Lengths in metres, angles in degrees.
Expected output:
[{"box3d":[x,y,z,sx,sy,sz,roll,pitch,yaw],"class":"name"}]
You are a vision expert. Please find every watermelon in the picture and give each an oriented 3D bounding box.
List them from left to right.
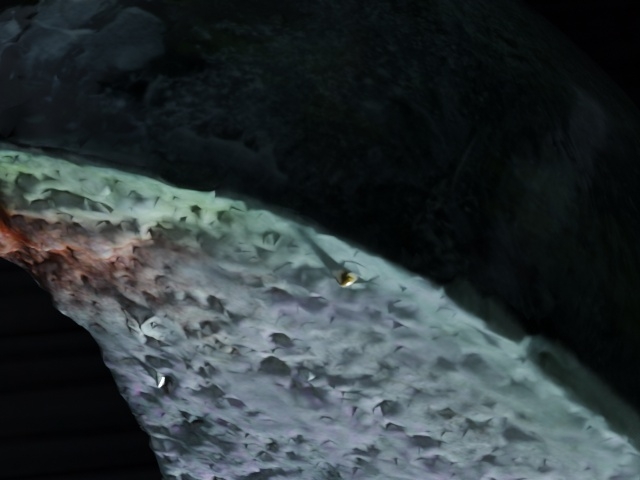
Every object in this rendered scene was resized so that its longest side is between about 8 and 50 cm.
[{"box3d":[0.000,0.000,0.539,0.214,0.319,0.290,-55,-153,28],"class":"watermelon"}]
